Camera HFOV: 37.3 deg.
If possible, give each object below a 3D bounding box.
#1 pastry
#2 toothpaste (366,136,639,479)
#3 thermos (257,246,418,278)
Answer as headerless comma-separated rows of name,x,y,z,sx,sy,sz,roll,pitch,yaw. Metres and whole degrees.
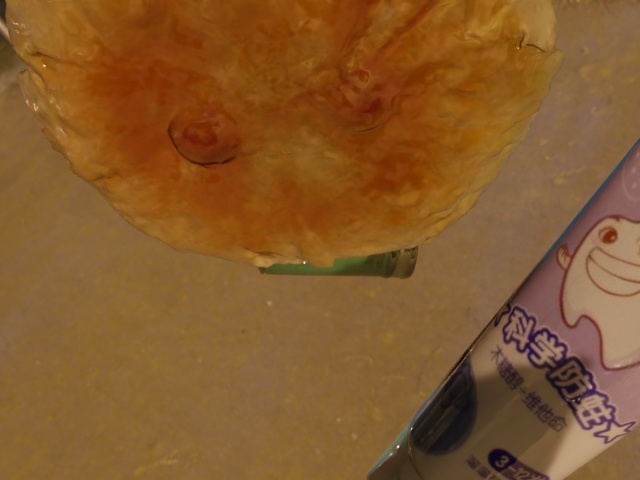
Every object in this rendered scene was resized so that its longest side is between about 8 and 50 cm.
pastry,-0.026,-0.112,0.566,0.330,0.329,0.136,-25,40,27
toothpaste,0.150,0.043,0.495,0.080,0.125,0.371,-21,-27,-53
thermos,-0.001,0.003,0.944,0.188,0.073,0.083,1,16,-14
